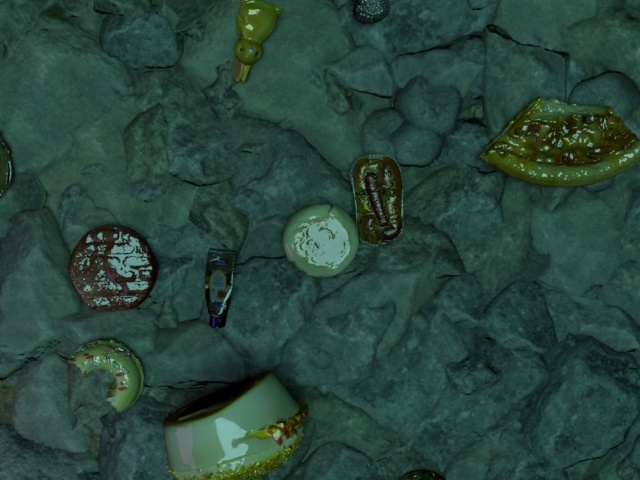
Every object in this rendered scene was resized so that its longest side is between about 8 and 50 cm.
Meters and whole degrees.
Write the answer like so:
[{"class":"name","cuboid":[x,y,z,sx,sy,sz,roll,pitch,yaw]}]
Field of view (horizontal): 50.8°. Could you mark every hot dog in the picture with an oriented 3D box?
[{"class":"hot dog","cuboid":[0.119,-0.084,1.384,0.108,0.059,0.191,-6,101,2]}]

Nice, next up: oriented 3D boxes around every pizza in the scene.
[{"class":"pizza","cuboid":[0.505,-0.199,1.381,0.366,0.074,0.182,3,107,-5]}]

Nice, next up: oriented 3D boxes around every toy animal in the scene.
[{"class":"toy animal","cuboid":[-0.133,-0.386,1.317,0.083,0.070,0.159,14,103,-7]}]

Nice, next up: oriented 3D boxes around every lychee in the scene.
[{"class":"lychee","cuboid":[0.096,-0.459,1.322,0.083,0.068,0.067,8,140,-8]}]

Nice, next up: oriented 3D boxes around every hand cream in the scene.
[{"class":"hand cream","cuboid":[-0.210,0.099,1.401,0.062,0.039,0.163,5,96,12]}]

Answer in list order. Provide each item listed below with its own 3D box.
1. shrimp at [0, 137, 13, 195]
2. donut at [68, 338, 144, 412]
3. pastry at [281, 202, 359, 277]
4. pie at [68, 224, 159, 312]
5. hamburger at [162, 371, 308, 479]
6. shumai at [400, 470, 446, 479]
[{"class":"shrimp","cuboid":[-0.706,-0.118,1.329,0.173,0.058,0.253,21,95,-15]},{"class":"donut","cuboid":[-0.429,0.273,1.397,0.108,0.065,0.166,-35,100,1]},{"class":"pastry","cuboid":[0.000,0.000,1.372,0.157,0.092,0.156,-1,100,-7]},{"class":"pie","cuboid":[-0.421,0.058,1.373,0.183,0.049,0.182,0,97,-4]},{"class":"hamburger","cuboid":[-0.165,0.383,1.329,0.294,0.276,0.179,-23,89,5]},{"class":"shumai","cuboid":[0.235,0.566,1.476,0.124,0.087,0.098,11,97,-7]}]
